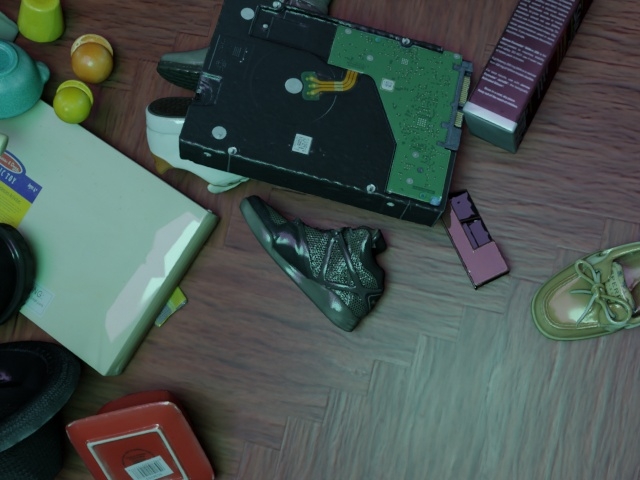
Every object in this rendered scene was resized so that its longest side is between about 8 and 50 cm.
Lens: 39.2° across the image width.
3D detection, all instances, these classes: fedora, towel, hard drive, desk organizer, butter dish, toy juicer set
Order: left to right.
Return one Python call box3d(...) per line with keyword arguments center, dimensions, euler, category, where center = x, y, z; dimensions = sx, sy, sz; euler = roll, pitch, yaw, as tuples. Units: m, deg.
box3d(center=(-0.461, 0.270, 1.218), dimensions=(0.334, 0.334, 0.153), euler=(-11, 114, 12), category="fedora")
box3d(center=(-0.434, -0.209, 1.270), dimensions=(0.209, 0.089, 0.329), euler=(37, 57, 5), category="toy juicer set")
box3d(center=(-0.234, 0.258, 1.213), dimensions=(0.160, 0.118, 0.160), euler=(-15, 120, 10), category="butter dish")
box3d(center=(-0.233, 0.074, 1.284), dimensions=(0.060, 0.009, 0.083), euler=(-39, 76, 7), category="towel")
box3d(center=(0.012, -0.171, 1.154), dimensions=(0.338, 0.064, 0.237), euler=(14, 69, -2), category="hard drive")
box3d(center=(0.195, -0.005, 1.171), dimensions=(0.050, 0.047, 0.130), euler=(-27, 78, 7), category="desk organizer")

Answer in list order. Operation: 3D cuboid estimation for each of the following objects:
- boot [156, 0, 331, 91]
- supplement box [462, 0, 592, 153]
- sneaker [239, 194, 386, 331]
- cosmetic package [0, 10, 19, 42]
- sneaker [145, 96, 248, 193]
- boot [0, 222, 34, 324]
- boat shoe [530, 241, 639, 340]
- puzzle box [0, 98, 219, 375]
box3d(center=(-0.103, -0.294, 1.271), dimensions=(0.246, 0.083, 0.161), euler=(1, 79, 6), category="boot")
box3d(center=(0.268, -0.242, 1.140), dimensions=(0.073, 0.130, 0.239), euler=(27, 91, 15), category="supplement box")
box3d(center=(0.000, 0.000, 1.200), dimensions=(0.227, 0.087, 0.130), euler=(44, 93, 12), category="sneaker")
box3d(center=(-0.721, -0.247, 1.280), dimensions=(0.329, 0.327, 0.394), euler=(25, 88, 15), category="cosmetic package")
box3d(center=(-0.094, -0.126, 1.247), dimensions=(0.290, 0.106, 0.123), euler=(6, 122, 5), category="sneaker")
box3d(center=(-0.566, 0.115, 1.194), dimensions=(0.348, 0.260, 0.131), euler=(-37, 85, 23), category="boot")
box3d(center=(0.393, 0.044, 1.094), dimensions=(0.285, 0.089, 0.105), euler=(-24, 79, 10), category="boat shoe")
box3d(center=(-0.379, -0.029, 1.305), dimensions=(0.409, 0.052, 0.272), euler=(34, 92, 17), category="puzzle box")
